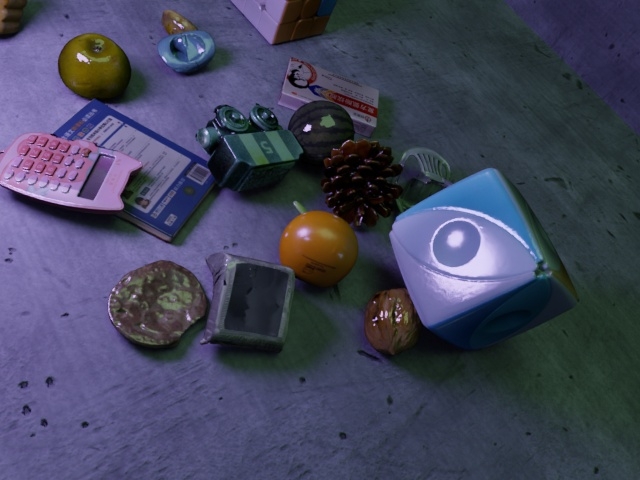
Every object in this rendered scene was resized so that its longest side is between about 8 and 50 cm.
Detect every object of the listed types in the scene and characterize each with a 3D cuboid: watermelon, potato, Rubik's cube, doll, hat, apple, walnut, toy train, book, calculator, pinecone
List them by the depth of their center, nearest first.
[{"bbox_3d":[-0.634,-0.171,1.341,0.330,0.048,0.220,16,53,-9],"label":"calculator"},{"bbox_3d":[0.192,0.217,1.416,0.156,0.155,0.184,18,51,-11],"label":"walnut"},{"bbox_3d":[0.432,0.062,1.434,0.347,0.352,0.352,29,40,-47],"label":"Rubik's cube"},{"bbox_3d":[0.000,0.000,1.460,0.214,0.213,0.236,21,37,-9],"label":"doll"},{"bbox_3d":[-0.520,-0.201,1.464,0.428,0.039,0.300,29,50,-2],"label":"book"},{"bbox_3d":[-0.650,-0.505,1.548,0.197,0.157,0.196,12,58,-19],"label":"apple"},{"bbox_3d":[-0.208,-0.268,1.561,0.299,0.167,0.238,-17,70,-44],"label":"toy train"},{"bbox_3d":[0.119,-0.156,1.592,0.264,0.264,0.264,12,53,-16],"label":"pinecone"},{"bbox_3d":[0.004,-0.335,1.681,0.212,0.212,0.212,12,53,-16],"label":"watermelon"},{"bbox_3d":[-0.442,-0.617,1.767,0.191,0.078,0.138,-26,83,-22],"label":"hat"},{"bbox_3d":[-0.481,-0.722,1.817,0.138,0.091,0.070,28,64,-3],"label":"potato"},{"bbox_3d":[-0.123,-0.964,2.016,0.292,0.291,0.290,-30,72,-37],"label":"Rubik's cube"}]

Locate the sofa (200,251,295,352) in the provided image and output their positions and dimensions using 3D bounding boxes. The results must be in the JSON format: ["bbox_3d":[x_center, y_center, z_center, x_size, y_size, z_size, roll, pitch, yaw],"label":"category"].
[{"bbox_3d":[-0.189,0.153,1.324,0.210,0.176,0.225,11,82,-27],"label":"sofa"}]

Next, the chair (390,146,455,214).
[{"bbox_3d":[0.353,-0.173,1.743,0.204,0.190,0.274,14,24,-15],"label":"chair"}]

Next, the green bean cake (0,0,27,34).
[{"bbox_3d":[-0.968,-0.734,1.525,0.236,0.232,0.124,24,23,-6],"label":"green bean cake"}]

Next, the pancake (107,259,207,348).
[{"bbox_3d":[-0.383,0.151,1.275,0.223,0.042,0.236,24,49,-10],"label":"pancake"}]

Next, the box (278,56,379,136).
[{"bbox_3d":[0.037,-0.515,1.918,0.353,0.069,0.214,16,52,-11],"label":"box"}]
